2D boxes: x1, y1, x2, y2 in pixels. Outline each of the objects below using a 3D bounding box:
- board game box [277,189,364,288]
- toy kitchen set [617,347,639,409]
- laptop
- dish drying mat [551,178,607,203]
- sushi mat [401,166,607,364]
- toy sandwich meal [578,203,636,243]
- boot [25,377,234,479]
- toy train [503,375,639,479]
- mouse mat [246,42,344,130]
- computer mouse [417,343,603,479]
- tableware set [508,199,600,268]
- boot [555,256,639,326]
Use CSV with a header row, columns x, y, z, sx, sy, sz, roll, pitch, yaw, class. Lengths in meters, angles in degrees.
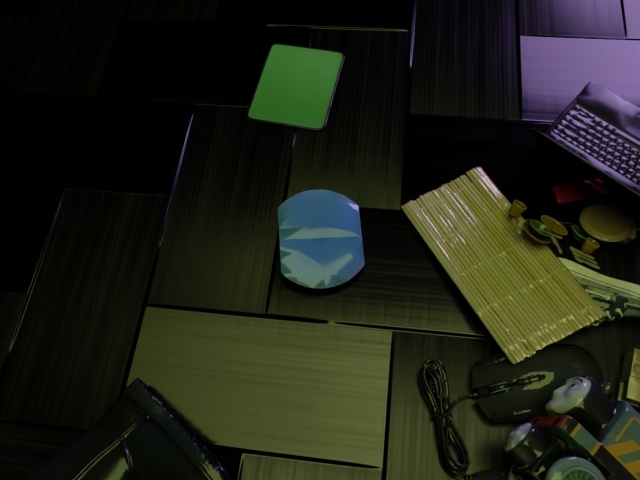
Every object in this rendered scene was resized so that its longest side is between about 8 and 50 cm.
x,y,z,sx,sy,sz,roll,pitch,yaw,class
0.000,0.000,0.891,0.133,0.033,0.169,-4,71,-3,board game box
0.469,0.196,0.749,0.083,0.068,0.075,18,69,11,toy kitchen set
0.483,-0.156,0.861,0.234,0.136,0.264,40,72,18,laptop
0.429,-0.082,0.907,0.083,0.008,0.032,-11,65,-2,dish drying mat
0.265,0.023,0.833,0.151,0.019,0.316,-29,58,-1,sushi mat
0.452,-0.024,0.866,0.085,0.029,0.086,-2,52,3,toy sandwich meal
-0.250,0.333,0.725,0.246,0.094,0.207,36,70,25,boot
0.382,0.323,0.655,0.190,0.142,0.334,-42,78,-19,toy train
-0.046,-0.295,1.036,0.152,0.007,0.190,11,66,9,mouse mat
0.276,0.236,0.750,0.262,0.060,0.184,-7,65,2,computer mouse
0.358,-0.018,0.832,0.154,0.024,0.104,22,34,-9,tableware set
0.412,0.099,0.802,0.190,0.069,0.086,22,74,23,boot
